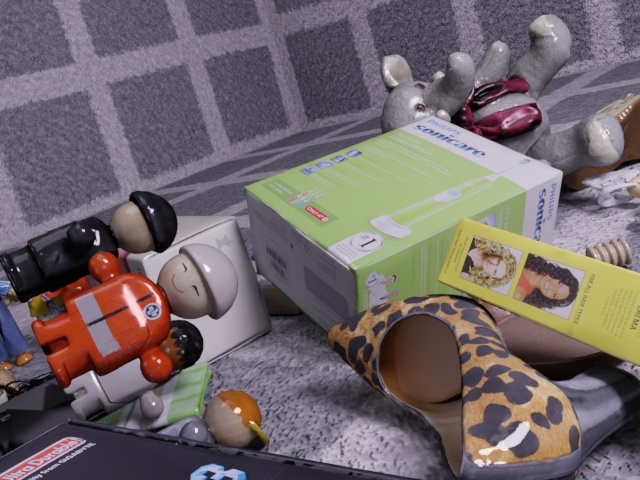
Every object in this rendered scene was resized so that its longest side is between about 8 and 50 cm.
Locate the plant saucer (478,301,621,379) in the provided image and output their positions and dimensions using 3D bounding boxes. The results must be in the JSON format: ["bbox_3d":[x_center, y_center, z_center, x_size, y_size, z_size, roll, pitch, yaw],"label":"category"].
[{"bbox_3d":[0.203,0.075,0.586,0.168,0.029,0.168,-15,14,4],"label":"plant saucer"}]

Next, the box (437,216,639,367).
[{"bbox_3d":[0.198,0.046,0.470,0.087,0.058,0.232,16,5,-40],"label":"box"}]

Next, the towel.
[{"bbox_3d":[-0.189,0.172,0.691,0.152,0.023,0.113,-14,16,1],"label":"towel"}]

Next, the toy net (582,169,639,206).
[{"bbox_3d":[0.404,-0.051,0.820,0.122,0.045,0.232,-25,14,-22],"label":"toy net"}]

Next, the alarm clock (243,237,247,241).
[{"bbox_3d":[-0.225,0.038,1.146,0.192,0.064,0.129,-7,17,26],"label":"alarm clock"}]

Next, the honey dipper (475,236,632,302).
[{"bbox_3d":[0.238,0.035,0.705,0.160,0.030,0.030,-18,14,4],"label":"honey dipper"}]

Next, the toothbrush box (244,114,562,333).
[{"bbox_3d":[0.091,-0.020,0.762,0.283,0.122,0.206,-25,39,-26],"label":"toothbrush box"}]

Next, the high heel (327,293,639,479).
[{"bbox_3d":[0.061,0.094,0.466,0.261,0.093,0.186,7,8,42],"label":"high heel"}]

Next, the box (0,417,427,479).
[{"bbox_3d":[-0.066,0.163,0.235,0.293,0.073,0.295,4,8,20],"label":"box"}]

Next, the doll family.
[{"bbox_3d":[-0.444,0.094,0.977,0.263,0.163,0.118,-26,17,-32],"label":"doll family"}]

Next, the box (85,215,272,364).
[{"bbox_3d":[-0.190,0.058,0.857,0.127,0.149,0.232,-27,17,-33],"label":"box"}]

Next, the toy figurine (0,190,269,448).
[{"bbox_3d":[-0.146,0.082,0.566,0.148,0.209,0.213,-26,30,-23],"label":"toy figurine"}]

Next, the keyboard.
[{"bbox_3d":[-0.244,0.159,0.707,0.192,0.038,0.100,-24,42,-35],"label":"keyboard"}]

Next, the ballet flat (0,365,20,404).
[{"bbox_3d":[-0.420,0.203,0.741,0.067,0.073,0.206,12,32,34],"label":"ballet flat"}]

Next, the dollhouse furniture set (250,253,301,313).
[{"bbox_3d":[0.000,0.000,0.899,0.129,0.129,0.183,-6,17,37],"label":"dollhouse furniture set"}]

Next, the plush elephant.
[{"bbox_3d":[0.206,-0.180,0.990,0.255,0.272,0.330,13,-33,-31],"label":"plush elephant"}]

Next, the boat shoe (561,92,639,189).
[{"bbox_3d":[0.455,-0.166,1.068,0.285,0.104,0.089,-23,18,-20],"label":"boat shoe"}]
